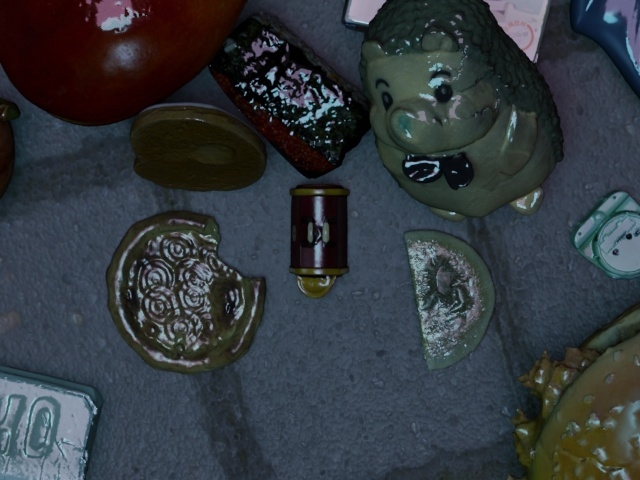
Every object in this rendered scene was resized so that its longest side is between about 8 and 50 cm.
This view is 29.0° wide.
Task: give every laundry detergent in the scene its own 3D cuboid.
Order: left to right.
[{"bbox_3d":[0.419,-0.294,1.631,0.143,0.094,0.290,-44,87,9],"label":"laundry detergent"}]

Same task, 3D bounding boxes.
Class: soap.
[{"bbox_3d":[-0.431,0.251,1.683,0.261,0.094,0.150,13,93,2],"label":"soap"}]

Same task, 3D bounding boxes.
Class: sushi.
[{"bbox_3d":[-0.035,-0.195,1.628,0.126,0.136,0.225,-42,95,12],"label":"sushi"}]

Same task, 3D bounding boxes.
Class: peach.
[{"bbox_3d":[-0.243,-0.262,1.541,0.361,0.201,0.258,-15,137,11],"label":"peach"}]

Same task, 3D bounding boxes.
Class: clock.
[{"bbox_3d":[0.413,0.005,1.663,0.135,0.041,0.101,42,93,0],"label":"clock"}]

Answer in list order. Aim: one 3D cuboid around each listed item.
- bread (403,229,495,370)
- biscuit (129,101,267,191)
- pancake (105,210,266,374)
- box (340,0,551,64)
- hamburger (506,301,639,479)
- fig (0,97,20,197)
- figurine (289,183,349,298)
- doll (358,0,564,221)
[{"bbox_3d":[0.182,0.075,1.680,0.112,0.036,0.193,-9,92,2],"label":"bread"},{"bbox_3d":[-0.159,-0.125,1.610,0.181,0.208,0.049,4,65,1],"label":"biscuit"},{"bbox_3d":[-0.188,0.074,1.699,0.235,0.029,0.212,44,95,2],"label":"pancake"},{"bbox_3d":[0.168,-0.318,1.641,0.269,0.079,0.135,14,92,2],"label":"box"},{"bbox_3d":[0.375,0.275,1.550,0.287,0.268,0.446,8,114,18],"label":"hamburger"},{"bbox_3d":[-0.486,-0.129,1.632,0.205,0.205,0.205,0,92,2],"label":"fig"},{"bbox_3d":[-0.001,0.001,1.654,0.082,0.098,0.154,0,90,-1],"label":"figurine"},{"bbox_3d":[0.164,-0.164,1.518,0.247,0.349,0.247,-12,49,15],"label":"doll"}]
